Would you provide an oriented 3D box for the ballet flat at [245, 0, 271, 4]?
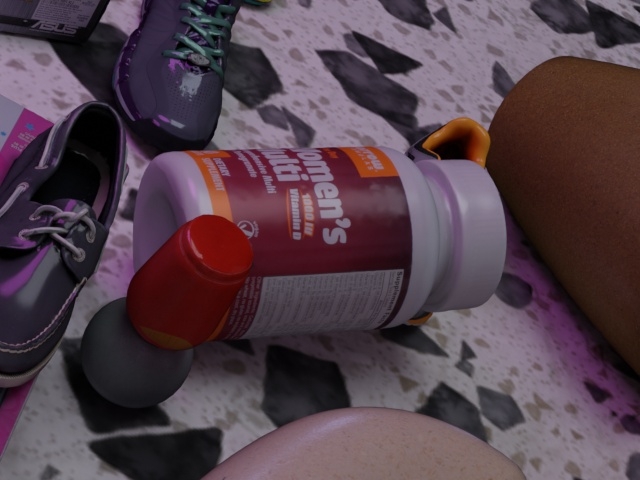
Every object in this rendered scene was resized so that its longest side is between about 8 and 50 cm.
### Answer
[{"bbox_3d":[-0.110,-0.290,1.453,0.231,0.077,0.077,42,37,-4],"label":"ballet flat"}]

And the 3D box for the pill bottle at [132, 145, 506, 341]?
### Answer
[{"bbox_3d":[0.000,0.000,1.143,0.221,0.121,0.121,-3,48,-24],"label":"pill bottle"}]

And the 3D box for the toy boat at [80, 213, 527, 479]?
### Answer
[{"bbox_3d":[-0.022,0.143,0.993,0.267,0.148,0.318,-17,66,-43],"label":"toy boat"}]

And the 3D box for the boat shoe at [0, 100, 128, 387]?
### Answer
[{"bbox_3d":[-0.149,-0.006,0.946,0.075,0.065,0.206,29,34,-11],"label":"boat shoe"}]

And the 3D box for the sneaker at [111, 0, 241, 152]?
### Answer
[{"bbox_3d":[-0.097,-0.158,1.310,0.083,0.098,0.223,21,36,-19],"label":"sneaker"}]

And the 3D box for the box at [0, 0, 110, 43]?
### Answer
[{"bbox_3d":[-0.284,-0.235,1.286,0.231,0.056,0.183,6,44,-35],"label":"box"}]

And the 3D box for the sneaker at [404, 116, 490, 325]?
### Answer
[{"bbox_3d":[0.073,-0.020,1.297,0.084,0.083,0.215,31,36,-8],"label":"sneaker"}]

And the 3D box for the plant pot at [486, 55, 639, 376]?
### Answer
[{"bbox_3d":[0.255,-0.030,1.367,0.237,0.237,0.254,-8,37,-45],"label":"plant pot"}]

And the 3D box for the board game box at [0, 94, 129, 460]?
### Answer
[{"bbox_3d":[-0.251,0.018,0.973,0.224,0.097,0.303,28,36,-10],"label":"board game box"}]
